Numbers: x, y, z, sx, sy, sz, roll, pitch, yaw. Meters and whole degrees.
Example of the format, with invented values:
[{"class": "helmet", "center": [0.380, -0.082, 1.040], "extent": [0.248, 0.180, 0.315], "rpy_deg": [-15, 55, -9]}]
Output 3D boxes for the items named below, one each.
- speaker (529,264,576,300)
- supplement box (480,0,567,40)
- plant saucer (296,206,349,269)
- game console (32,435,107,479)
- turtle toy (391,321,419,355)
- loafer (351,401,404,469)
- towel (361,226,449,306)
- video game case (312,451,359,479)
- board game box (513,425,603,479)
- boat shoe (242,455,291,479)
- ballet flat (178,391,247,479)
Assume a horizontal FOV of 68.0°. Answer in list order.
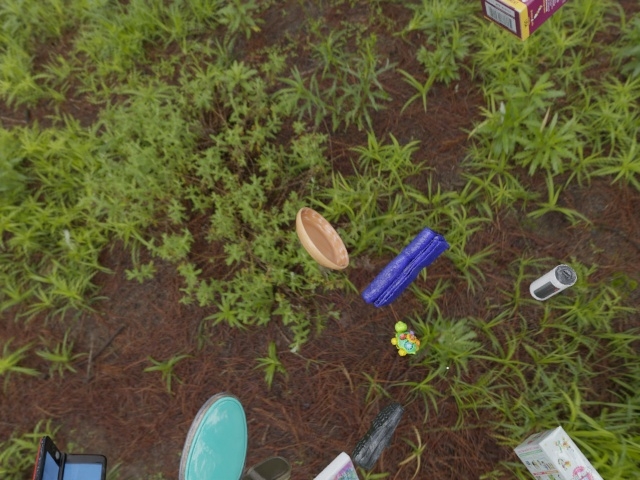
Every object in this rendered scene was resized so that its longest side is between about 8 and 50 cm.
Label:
[{"class": "speaker", "center": [0.587, 0.108, 1.203], "extent": [0.055, 0.136, 0.055], "rpy_deg": [1, 68, -3]}, {"class": "supplement box", "center": [0.197, -0.237, 0.436], "extent": [0.083, 0.043, 0.055], "rpy_deg": [-43, 59, 7]}, {"class": "plant saucer", "center": [0.000, 0.000, 1.286], "extent": [0.037, 0.200, 0.200], "rpy_deg": [-37, 69, 21]}, {"class": "game console", "center": [-0.449, 0.434, 0.854], "extent": [0.085, 0.124, 0.144], "rpy_deg": [-10, 40, -12]}, {"class": "turtle toy", "center": [0.319, 0.366, 1.774], "extent": [0.130, 0.095, 0.066], "rpy_deg": [57, 134, 29]}, {"class": "loafer", "center": [0.185, 0.592, 1.437], "extent": [0.078, 0.076, 0.223], "rpy_deg": [38, 88, -11]}, {"class": "towel", "center": [0.286, 0.098, 1.538], "extent": [0.308, 0.227, 0.076], "rpy_deg": [-47, 65, 14]}, {"class": "video game case", "center": [-0.001, 0.392, 0.649], "extent": [0.157, 0.143, 0.019], "rpy_deg": [-33, 29, -27]}, {"class": "board game box", "center": [0.753, 0.733, 1.426], "extent": [0.097, 0.224, 0.303], "rpy_deg": [-30, 66, -14]}, {"class": "boat shoe", "center": [-0.199, 0.645, 1.162], "extent": [0.110, 0.307, 0.105], "rpy_deg": [23, 113, 50]}, {"class": "ballet flat", "center": [-0.119, 0.262, 0.497], "extent": [0.074, 0.074, 0.203], "rpy_deg": [-2, 79, 15]}]
